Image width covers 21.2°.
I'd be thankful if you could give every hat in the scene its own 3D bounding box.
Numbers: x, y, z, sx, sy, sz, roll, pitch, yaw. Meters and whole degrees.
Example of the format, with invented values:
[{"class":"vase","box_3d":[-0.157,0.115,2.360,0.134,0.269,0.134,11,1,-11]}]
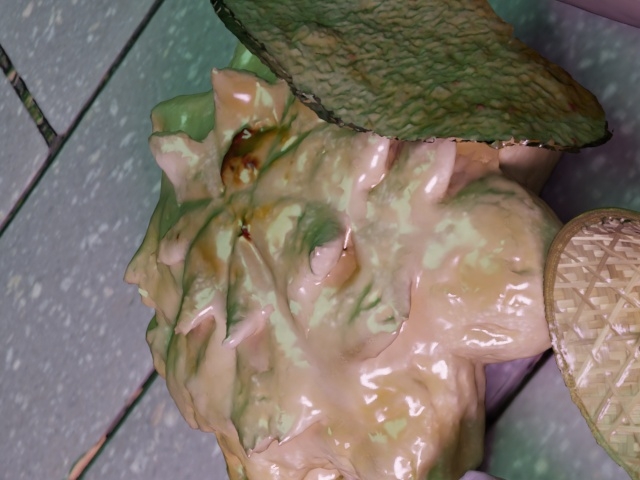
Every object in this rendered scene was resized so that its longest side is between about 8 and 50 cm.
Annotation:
[{"class":"hat","box_3d":[0.167,0.042,0.730,0.146,0.067,0.146,43,145,40]}]

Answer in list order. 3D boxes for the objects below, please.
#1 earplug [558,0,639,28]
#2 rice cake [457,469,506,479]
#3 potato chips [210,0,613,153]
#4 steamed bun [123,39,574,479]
[{"class":"earplug","box_3d":[0.166,-0.313,0.703,0.313,0.313,0.394,20,86,49]},{"class":"rice cake","box_3d":[0.152,0.211,0.666,0.365,0.056,0.072,43,110,47]},{"class":"potato chips","box_3d":[0.040,-0.093,0.808,0.209,0.026,0.142,13,45,10]},{"class":"steamed bun","box_3d":[0.000,0.000,0.867,0.292,0.137,0.295,22,87,46]}]
